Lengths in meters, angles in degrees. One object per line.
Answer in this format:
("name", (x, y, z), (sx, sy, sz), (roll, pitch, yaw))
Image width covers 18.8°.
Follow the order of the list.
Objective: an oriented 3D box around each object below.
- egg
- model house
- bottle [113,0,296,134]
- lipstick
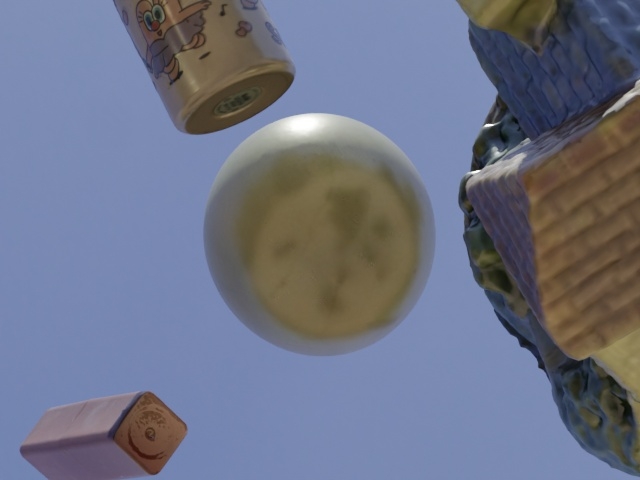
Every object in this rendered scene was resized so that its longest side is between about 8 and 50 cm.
("egg", (0.000, 0.000, 1.557), (0.186, 0.186, 0.242), (-24, -27, -9))
("model house", (0.175, -0.047, 1.191), (0.261, 0.321, 0.266), (-35, -38, 13))
("bottle", (-0.097, -0.189, 1.391), (0.110, 0.209, 0.097), (-20, -15, -22))
("lipstick", (-0.146, 0.132, 1.283), (0.045, 0.145, 0.045), (44, -119, -19))
